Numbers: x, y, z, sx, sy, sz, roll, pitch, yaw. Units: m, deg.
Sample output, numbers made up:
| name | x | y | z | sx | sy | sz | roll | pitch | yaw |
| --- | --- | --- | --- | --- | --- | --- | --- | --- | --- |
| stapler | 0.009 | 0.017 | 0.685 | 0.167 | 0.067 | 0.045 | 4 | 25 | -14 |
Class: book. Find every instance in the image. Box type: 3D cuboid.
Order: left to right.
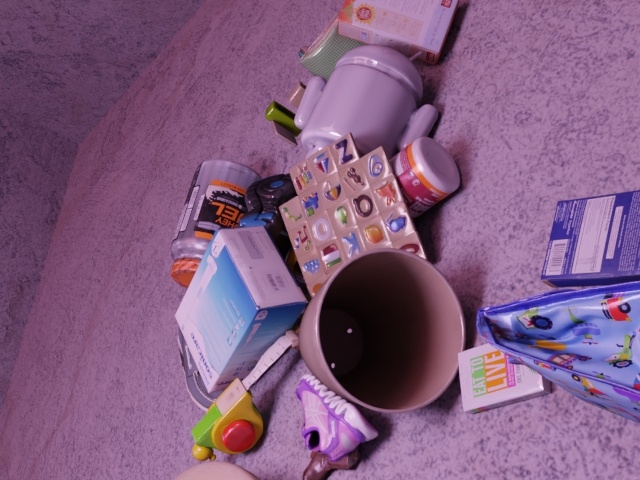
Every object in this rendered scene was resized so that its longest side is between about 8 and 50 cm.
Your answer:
| name | x | y | z | sx | sy | sz | roll | pitch | yaw |
| --- | --- | --- | --- | --- | --- | --- | --- | --- | --- |
| book | 0.275 | 0.198 | 1.188 | 0.144 | 0.035 | 0.096 | -29 | 47 | 41 |

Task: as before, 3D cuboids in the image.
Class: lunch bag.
| name | x | y | z | sx | sy | sz | roll | pitch | yaw |
| --- | --- | --- | --- | --- | --- | --- | --- | --- | --- |
| lunch bag | 0.339 | 0.148 | 0.938 | 0.293 | 0.221 | 0.138 | -7 | 59 | 54 |

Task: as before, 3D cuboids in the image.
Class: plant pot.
| name | x | y | z | sx | sy | sz | roll | pitch | yaw |
| --- | --- | --- | --- | --- | --- | --- | --- | --- | --- |
| plant pot | 0.065 | 0.163 | 1.352 | 0.274 | 0.257 | 0.256 | -29 | 41 | 66 |

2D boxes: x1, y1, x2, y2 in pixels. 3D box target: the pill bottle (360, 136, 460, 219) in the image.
| name | x | y | z | sx | sy | sz | roll | pitch | yaw |
| --- | --- | --- | --- | --- | --- | --- | --- | --- | --- |
| pill bottle | 0.149 | -0.092 | 1.525 | 0.221 | 0.121 | 0.121 | -37 | 38 | 35 |

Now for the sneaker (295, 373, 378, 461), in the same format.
| name | x | y | z | sx | sy | sz | roll | pitch | yaw |
| --- | --- | --- | --- | --- | --- | --- | --- | --- | --- |
| sneaker | 0.001 | 0.317 | 1.402 | 0.104 | 0.095 | 0.236 | -47 | 24 | -10 |

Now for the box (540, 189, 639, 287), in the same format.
| name | x | y | z | sx | sy | sz | roll | pitch | yaw |
| --- | --- | --- | --- | --- | --- | --- | --- | --- | --- |
| box | 0.423 | -0.004 | 1.122 | 0.225 | 0.036 | 0.136 | -9 | 59 | 55 |

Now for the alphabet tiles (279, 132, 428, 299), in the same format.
| name | x | y | z | sx | sy | sz | roll | pitch | yaw |
| --- | --- | --- | --- | --- | --- | --- | --- | --- | --- |
| alphabet tiles | 0.054 | -0.017 | 1.524 | 0.285 | 0.011 | 0.342 | -29 | 76 | 37 |

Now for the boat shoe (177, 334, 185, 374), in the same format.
| name | x | y | z | sx | sy | sz | roll | pitch | yaw |
| --- | --- | --- | --- | --- | --- | --- | --- | --- | --- |
| boat shoe | -0.290 | 0.308 | 1.913 | 0.219 | 0.078 | 0.070 | -126 | 36 | -50 |

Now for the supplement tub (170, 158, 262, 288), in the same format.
| name | x | y | z | sx | sy | sz | roll | pitch | yaw |
| --- | --- | --- | --- | --- | --- | --- | --- | --- | --- |
| supplement tub | -0.266 | -0.033 | 2.030 | 0.194 | 0.194 | 0.316 | -19 | 51 | 49 |

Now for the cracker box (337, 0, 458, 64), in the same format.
| name | x | y | z | sx | sy | sz | roll | pitch | yaw |
| --- | --- | --- | --- | --- | --- | --- | --- | --- | --- |
| cracker box | 0.171 | -0.496 | 1.734 | 0.067 | 0.232 | 0.155 | 83 | -152 | -74 |

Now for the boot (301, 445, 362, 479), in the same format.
| name | x | y | z | sx | sy | sz | roll | pitch | yaw |
| --- | --- | --- | --- | --- | --- | --- | --- | --- | --- |
| boot | 0.021 | 0.402 | 1.392 | 0.114 | 0.037 | 0.106 | -20 | 48 | 43 |

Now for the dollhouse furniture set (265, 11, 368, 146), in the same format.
| name | x | y | z | sx | sy | sz | roll | pitch | yaw |
| --- | --- | --- | --- | --- | --- | --- | --- | --- | --- |
| dollhouse furniture set | 0.039 | -0.334 | 1.816 | 0.301 | 0.198 | 0.151 | -49 | 30 | 21 |

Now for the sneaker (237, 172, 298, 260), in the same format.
| name | x | y | z | sx | sy | sz | roll | pitch | yaw |
| --- | --- | --- | --- | --- | --- | --- | --- | --- | --- |
| sneaker | -0.114 | -0.050 | 1.876 | 0.125 | 0.139 | 0.341 | -9 | 28 | 17 |

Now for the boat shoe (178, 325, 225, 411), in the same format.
| name | x | y | z | sx | sy | sz | roll | pitch | yaw |
| --- | --- | --- | --- | --- | --- | --- | --- | --- | --- |
| boat shoe | -0.266 | 0.262 | 1.819 | 0.116 | 0.099 | 0.319 | -16 | 38 | -11 |

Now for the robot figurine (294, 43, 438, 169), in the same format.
| name | x | y | z | sx | sy | sz | roll | pitch | yaw |
| --- | --- | --- | --- | --- | --- | --- | --- | --- | --- |
| robot figurine | 0.089 | -0.262 | 1.665 | 0.300 | 0.200 | 0.353 | 21 | 74 | 19 |

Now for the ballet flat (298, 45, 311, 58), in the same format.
| name | x | y | z | sx | sy | sz | roll | pitch | yaw |
| --- | --- | --- | --- | --- | --- | --- | --- | --- | --- |
| ballet flat | 0.033 | -0.442 | 2.033 | 0.106 | 0.107 | 0.316 | -34 | 37 | 4 |

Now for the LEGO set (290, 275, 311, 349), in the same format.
| name | x | y | z | sx | sy | sz | roll | pitch | yaw |
| --- | --- | --- | --- | --- | --- | --- | --- | --- | --- |
| LEGO set | -0.014 | 0.086 | 1.634 | 0.287 | 0.107 | 0.132 | -50 | 32 | 17 |

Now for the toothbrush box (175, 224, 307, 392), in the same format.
| name | x | y | z | sx | sy | sz | roll | pitch | yaw |
| --- | --- | --- | --- | --- | --- | --- | --- | --- | --- |
| toothbrush box | -0.177 | 0.146 | 1.673 | 0.216 | 0.126 | 0.295 | 58 | 135 | 31 |

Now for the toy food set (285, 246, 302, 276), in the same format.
| name | x | y | z | sx | sy | sz | roll | pitch | yaw |
| --- | --- | --- | --- | --- | --- | --- | --- | --- | --- |
| toy food set | 0.000 | 0.000 | 1.713 | 0.218 | 0.071 | 0.128 | -55 | 9 | 23 |

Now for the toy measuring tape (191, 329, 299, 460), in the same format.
| name | x | y | z | sx | sy | sz | roll | pitch | yaw |
| --- | --- | --- | --- | --- | --- | --- | --- | --- | --- |
| toy measuring tape | -0.134 | 0.333 | 1.630 | 0.330 | 0.121 | 0.121 | -47 | 31 | 1 |

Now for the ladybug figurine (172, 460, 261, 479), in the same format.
| name | x | y | z | sx | sy | sz | roll | pitch | yaw |
| --- | --- | --- | --- | --- | --- | --- | --- | --- | --- |
| ladybug figurine | -0.176 | 0.561 | 1.427 | 0.449 | 0.162 | 0.305 | -2 | 64 | 55 |
